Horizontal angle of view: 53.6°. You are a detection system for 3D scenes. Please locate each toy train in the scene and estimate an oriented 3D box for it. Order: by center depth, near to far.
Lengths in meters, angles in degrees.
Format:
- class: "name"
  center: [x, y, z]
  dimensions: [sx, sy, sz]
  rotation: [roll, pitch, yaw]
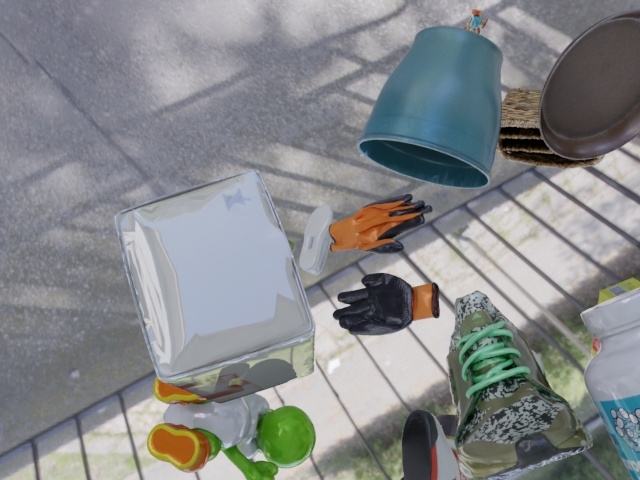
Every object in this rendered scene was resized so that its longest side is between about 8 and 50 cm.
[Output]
- class: "toy train"
  center: [0.399, -0.528, 1.663]
  dimensions: [0.046, 0.125, 0.166]
  rotation: [12, 167, 1]

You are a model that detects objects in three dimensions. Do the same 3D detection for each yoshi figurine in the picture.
- class: "yoshi figurine"
  center: [-0.122, 0.319, 1.096]
  dimensions: [0.203, 0.203, 0.362]
  rotation: [-44, 150, 2]

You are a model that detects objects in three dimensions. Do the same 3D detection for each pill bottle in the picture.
- class: "pill bottle"
  center: [0.354, 0.174, 0.608]
  dimensions: [0.146, 0.264, 0.146]
  rotation: [-22, 167, -5]

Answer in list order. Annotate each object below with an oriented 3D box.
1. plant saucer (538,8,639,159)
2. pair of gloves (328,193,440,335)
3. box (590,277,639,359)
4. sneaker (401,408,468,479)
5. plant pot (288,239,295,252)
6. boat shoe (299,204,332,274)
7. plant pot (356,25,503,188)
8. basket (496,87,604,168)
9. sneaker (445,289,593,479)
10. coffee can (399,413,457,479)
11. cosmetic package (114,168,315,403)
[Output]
- class: "plant saucer"
  center: [0.554, -0.303, 1.232]
  dimensions: [0.311, 0.050, 0.310]
  rotation: [-11, 131, -12]
- class: "pair of gloves"
  center: [0.037, 0.015, 0.380]
  dimensions: [0.074, 0.083, 0.010]
  rotation: [-17, 156, 37]
- class: "box"
  center: [0.581, 0.190, 1.231]
  dimensions: [0.087, 0.058, 0.232]
  rotation: [-19, 125, -14]
- class: "sneaker"
  center: [0.220, 0.395, 1.004]
  dimensions: [0.145, 0.270, 0.090]
  rotation: [-4, 170, -25]
- class: "plant pot"
  center: [-0.116, 0.048, 1.801]
  dimensions: [0.083, 0.079, 0.083]
  rotation: [3, 142, 2]
- class: "boat shoe"
  center: [0.000, 0.000, 1.610]
  dimensions: [0.066, 0.184, 0.063]
  rotation: [-4, 153, 30]
- class: "plant pot"
  center: [0.236, -0.267, 1.253]
  dimensions: [0.272, 0.272, 0.255]
  rotation: [21, 84, -40]
- class: "basket"
  center: [0.641, -0.284, 1.775]
  dimensions: [0.223, 0.299, 0.213]
  rotation: [-54, 143, -43]
- class: "sneaker"
  center: [0.214, 0.164, 0.819]
  dimensions: [0.158, 0.410, 0.182]
  rotation: [-24, 92, 8]
- class: "coffee can"
  center: [0.318, 0.601, 1.623]
  dimensions: [0.201, 0.202, 0.275]
  rotation: [-61, 169, 21]
- class: "cosmetic package"
  center: [-0.086, 0.067, 0.630]
  dimensions: [0.129, 0.153, 0.296]
  rotation: [-18, 162, -6]
